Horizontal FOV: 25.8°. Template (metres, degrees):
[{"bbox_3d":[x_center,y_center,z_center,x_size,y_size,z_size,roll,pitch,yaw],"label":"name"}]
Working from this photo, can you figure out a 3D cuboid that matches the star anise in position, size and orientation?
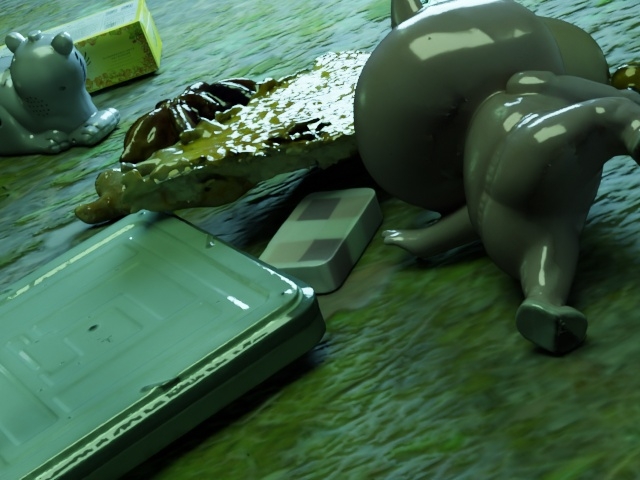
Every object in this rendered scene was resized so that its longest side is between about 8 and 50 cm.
[{"bbox_3d":[-0.116,-0.106,1.240,0.167,0.057,0.168,-16,11,3],"label":"star anise"}]

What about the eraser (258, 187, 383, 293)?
[{"bbox_3d":[0.000,0.000,1.020,0.065,0.026,0.105,-2,32,27],"label":"eraser"}]

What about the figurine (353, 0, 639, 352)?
[{"bbox_3d":[0.137,-0.059,0.925,0.186,0.176,0.287,-11,30,-20],"label":"figurine"}]

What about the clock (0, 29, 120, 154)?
[{"bbox_3d":[-0.294,-0.154,1.395,0.176,0.117,0.080,0,34,36],"label":"clock"}]

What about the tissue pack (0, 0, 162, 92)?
[{"bbox_3d":[-0.264,-0.197,1.512,0.176,0.062,0.095,-19,26,4],"label":"tissue pack"}]

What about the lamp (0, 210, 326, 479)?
[{"bbox_3d":[-0.162,0.082,0.959,0.269,0.047,0.266,-33,30,-21],"label":"lamp"}]

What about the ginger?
[{"bbox_3d":[-0.166,-0.038,1.199,0.097,0.030,0.048,-11,56,23],"label":"ginger"}]

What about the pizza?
[{"bbox_3d":[-0.020,-0.082,1.106,0.189,0.071,0.297,12,29,44],"label":"pizza"}]

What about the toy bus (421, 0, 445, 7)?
[{"bbox_3d":[0.104,-0.204,1.311,0.037,0.031,0.083,-3,32,16],"label":"toy bus"}]
